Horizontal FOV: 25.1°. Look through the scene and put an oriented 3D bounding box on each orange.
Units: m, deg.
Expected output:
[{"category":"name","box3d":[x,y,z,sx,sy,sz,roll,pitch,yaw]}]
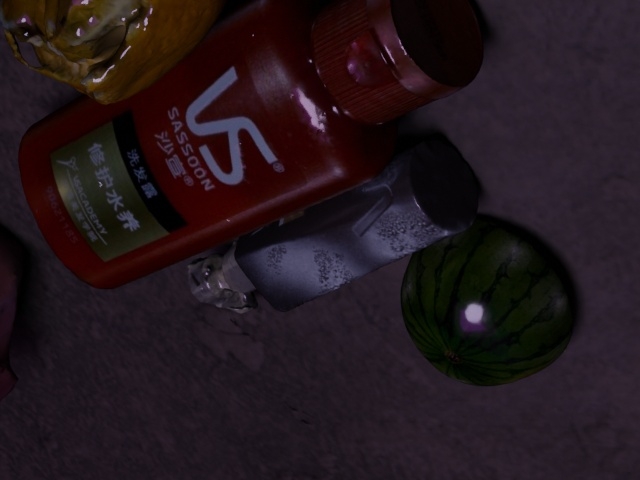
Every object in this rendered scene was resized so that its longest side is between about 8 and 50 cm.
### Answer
[{"category":"orange","box3d":[-0.100,-0.144,0.738,0.160,0.112,0.170,-44,52,42]}]

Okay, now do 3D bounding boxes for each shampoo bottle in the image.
[{"category":"shampoo bottle","box3d":[-0.001,0.000,0.844,0.207,0.057,0.063,-22,116,43]},{"category":"shampoo bottle","box3d":[-0.050,-0.063,0.806,0.314,0.076,0.118,-21,92,42]}]

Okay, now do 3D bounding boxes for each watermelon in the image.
[{"category":"watermelon","box3d":[0.087,0.043,0.815,0.105,0.062,0.105,21,132,25]}]

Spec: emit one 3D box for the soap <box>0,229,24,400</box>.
[{"category":"soap","box3d":[-0.371,0.035,1.002,0.325,0.220,0.127,31,140,10]}]
